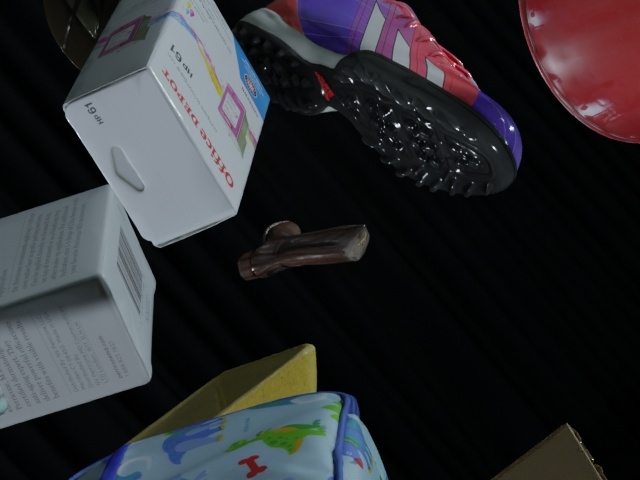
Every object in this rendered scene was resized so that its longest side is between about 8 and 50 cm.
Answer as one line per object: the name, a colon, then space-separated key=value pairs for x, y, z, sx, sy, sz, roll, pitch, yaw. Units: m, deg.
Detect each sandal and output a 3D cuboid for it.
sandal: x=-0.139 y=-0.155 z=1.158 sx=0.090 sy=0.219 sz=0.060 roll=-44 pitch=-166 yaw=20

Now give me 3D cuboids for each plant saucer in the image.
plant saucer: x=-0.154 y=0.227 z=1.203 sx=0.333 sy=0.081 sz=0.333 roll=-36 pitch=-178 yaw=-19

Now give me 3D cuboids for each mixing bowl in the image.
mixing bowl: x=0.224 y=-0.156 z=0.872 sx=0.181 sy=0.181 sz=0.098 roll=-46 pitch=-161 yaw=-25

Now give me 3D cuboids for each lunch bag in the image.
lunch bag: x=-0.055 y=0.157 z=0.652 sx=0.176 sy=0.090 sz=0.219 roll=-18 pitch=-165 yaw=10

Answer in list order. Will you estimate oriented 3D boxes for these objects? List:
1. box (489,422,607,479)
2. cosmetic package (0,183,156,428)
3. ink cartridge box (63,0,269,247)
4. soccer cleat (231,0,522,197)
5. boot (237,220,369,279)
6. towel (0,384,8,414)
box: x=0.123 y=0.239 z=0.932 sx=0.201 sy=0.021 sz=0.164 roll=-39 pitch=-140 yaw=10
cosmetic package: x=-0.434 y=0.113 z=1.669 sx=0.453 sy=0.161 sz=0.230 roll=-17 pitch=-151 yaw=5
ink cartridge box: x=-0.074 y=-0.069 z=0.708 sx=0.052 sy=0.088 sz=0.122 roll=-20 pitch=-151 yaw=20
soccer cleat: x=0.056 y=-0.130 z=1.055 sx=0.116 sy=0.108 sz=0.318 roll=-37 pitch=-143 yaw=-17
boot: x=0.000 y=0.000 z=1.190 sx=0.114 sy=0.037 sz=0.106 roll=-15 pitch=-163 yaw=28
towel: x=-0.476 y=0.177 z=1.181 sx=0.321 sy=0.090 sz=0.374 roll=-18 pitch=175 yaw=13
